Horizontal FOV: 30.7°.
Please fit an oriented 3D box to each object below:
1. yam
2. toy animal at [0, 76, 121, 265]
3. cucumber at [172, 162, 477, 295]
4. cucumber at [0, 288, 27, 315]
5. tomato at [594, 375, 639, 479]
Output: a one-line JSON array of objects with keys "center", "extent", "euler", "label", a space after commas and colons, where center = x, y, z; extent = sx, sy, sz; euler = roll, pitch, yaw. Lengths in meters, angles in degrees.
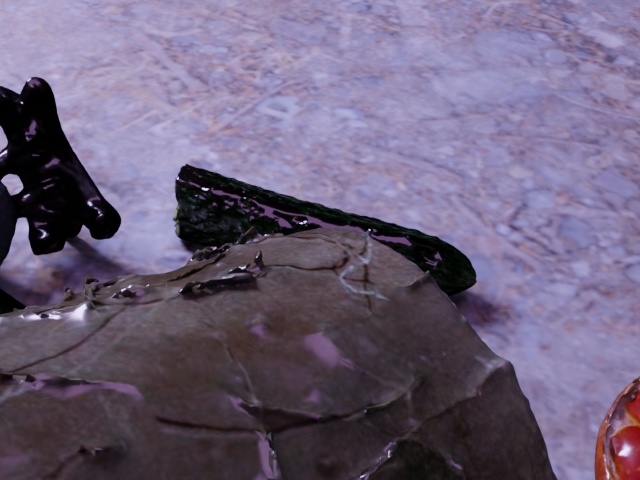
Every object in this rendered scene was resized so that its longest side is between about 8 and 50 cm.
[{"center": [-0.078, 0.137, 0.462], "extent": [0.348, 0.241, 0.241], "euler": [-22, 46, -35], "label": "yam"}, {"center": [-0.232, -0.016, 0.704], "extent": [0.117, 0.121, 0.210], "euler": [-14, 15, 30], "label": "toy animal"}, {"center": [0.000, 0.000, 0.782], "extent": [0.214, 0.052, 0.058], "euler": [16, 11, 9], "label": "cucumber"}, {"center": [-0.152, 0.070, 0.685], "extent": [0.184, 0.033, 0.036], "euler": [29, 22, 32], "label": "cucumber"}, {"center": [0.216, 0.139, 0.618], "extent": [0.155, 0.069, 0.155], "euler": [2, 42, -2], "label": "tomato"}]
